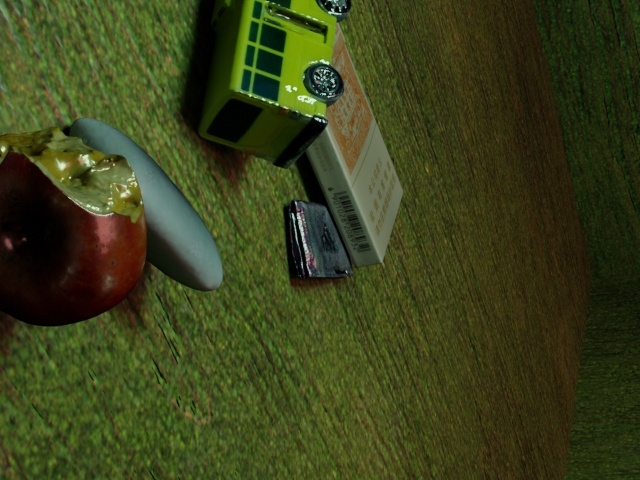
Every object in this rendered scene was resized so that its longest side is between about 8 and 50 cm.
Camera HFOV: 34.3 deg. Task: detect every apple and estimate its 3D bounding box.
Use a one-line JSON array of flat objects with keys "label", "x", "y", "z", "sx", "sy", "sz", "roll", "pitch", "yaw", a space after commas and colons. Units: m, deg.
[{"label": "apple", "x": -0.214, "y": -0.011, "z": 0.826, "sx": 0.158, "sy": 0.156, "sz": 0.147, "roll": -80, "pitch": 166, "yaw": -75}]

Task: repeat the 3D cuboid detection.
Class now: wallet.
[{"label": "wallet", "x": -0.001, "y": 0.000, "z": 1.449, "sx": 0.166, "sy": 0.030, "sz": 0.111, "roll": 5, "pitch": 72, "yaw": -68}]

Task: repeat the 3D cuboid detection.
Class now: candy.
[{"label": "candy", "x": -0.167, "y": -0.032, "z": 0.991, "sx": 0.138, "sy": 0.071, "sz": 0.174, "roll": 47, "pitch": -5, "yaw": 42}]

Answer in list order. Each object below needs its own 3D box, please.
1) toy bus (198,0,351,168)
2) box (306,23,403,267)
[{"label": "toy bus", "x": -0.055, "y": -0.236, "z": 1.229, "sx": 0.150, "sy": 0.128, "sz": 0.262, "roll": 17, "pitch": 61, "yaw": -20}, {"label": "box", "x": 0.027, "y": -0.165, "z": 1.495, "sx": 0.204, "sy": 0.051, "sz": 0.365, "roll": -68, "pitch": 140, "yaw": -53}]
